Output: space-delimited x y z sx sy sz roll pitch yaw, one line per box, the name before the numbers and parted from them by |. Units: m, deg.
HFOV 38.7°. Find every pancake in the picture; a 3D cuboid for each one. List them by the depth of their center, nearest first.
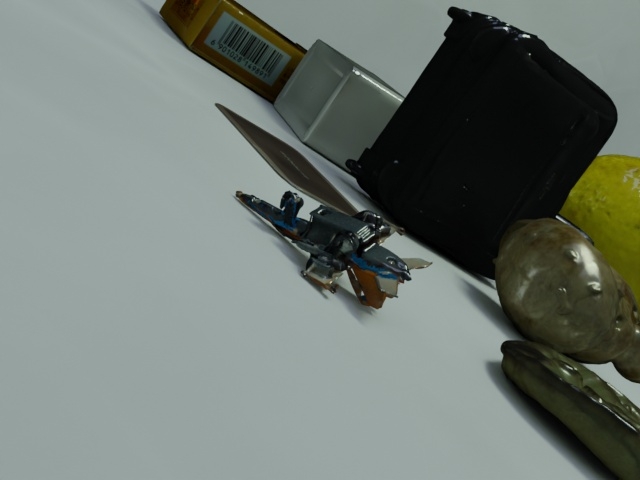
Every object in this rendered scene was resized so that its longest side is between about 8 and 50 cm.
pancake | 0.294 0.187 0.905 0.294 0.049 0.294 37 7 -6

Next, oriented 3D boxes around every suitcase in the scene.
suitcase | 0.262 -0.140 1.416 0.339 0.345 0.188 29 8 -32

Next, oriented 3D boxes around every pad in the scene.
pad | -0.037 -0.102 1.222 0.176 0.002 0.266 27 14 -39

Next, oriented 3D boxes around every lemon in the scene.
lemon | 0.576 0.001 1.803 0.387 0.349 0.350 22 5 21

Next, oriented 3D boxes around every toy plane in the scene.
toy plane | 0.003 -0.009 0.795 0.188 0.062 0.135 37 36 16

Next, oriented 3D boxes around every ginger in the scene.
ginger | 0.362 0.086 1.258 0.304 0.155 0.244 28 12 -35

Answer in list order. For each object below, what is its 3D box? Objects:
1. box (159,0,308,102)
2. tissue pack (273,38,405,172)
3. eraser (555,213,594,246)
box | -0.099 -0.357 1.818 0.415 0.116 0.264 28 12 -33
tissue pack | 0.034 -0.236 1.610 0.136 0.159 0.246 29 14 -26
eraser | 0.314 -0.031 1.629 0.332 0.155 0.101 37 10 14
